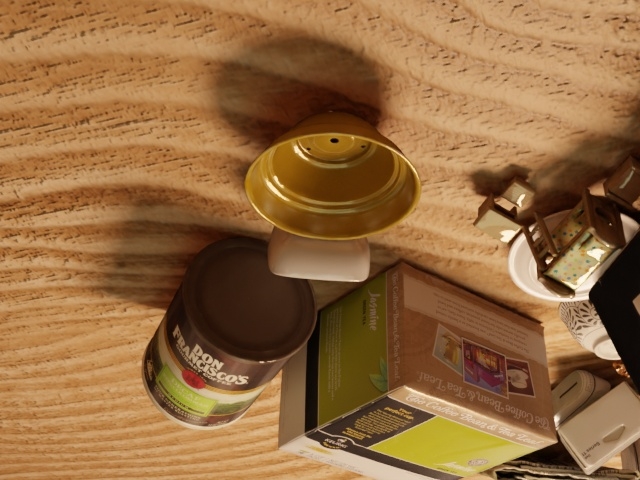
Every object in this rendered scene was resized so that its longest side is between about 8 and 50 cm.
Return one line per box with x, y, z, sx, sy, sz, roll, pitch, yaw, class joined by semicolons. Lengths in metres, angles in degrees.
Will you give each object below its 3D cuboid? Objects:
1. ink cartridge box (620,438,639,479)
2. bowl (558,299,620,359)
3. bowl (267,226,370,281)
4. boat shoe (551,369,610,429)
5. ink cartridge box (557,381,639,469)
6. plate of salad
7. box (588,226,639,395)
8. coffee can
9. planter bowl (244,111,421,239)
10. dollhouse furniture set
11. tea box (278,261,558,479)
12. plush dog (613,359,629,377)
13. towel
0.743;0.422;1.878;0.223;0.129;0.307;-1;146;4;ink cartridge box
0.473;0.140;1.518;0.170;0.080;0.170;1;145;1;bowl
0.000;0.000;1.302;0.142;0.142;0.053;5;114;-3;bowl
0.458;0.323;1.785;0.076;0.083;0.226;17;143;-19;boat shoe
0.515;0.342;1.710;0.153;0.087;0.208;-37;158;2;ink cartridge box
0.370;0.017;1.371;0.200;0.048;0.199;0;135;0;plate of salad
0.591;0.041;1.152;0.396;0.211;0.293;-9;149;-18;box
-0.147;0.150;1.455;0.202;0.201;0.275;14;145;-17;coffee can
0.017;-0.096;1.181;0.217;0.090;0.217;2;146;1;planter bowl
0.316;-0.039;1.226;0.161;0.101;0.182;28;126;-11;dollhouse furniture set
0.154;0.241;1.559;0.329;0.219;0.324;25;141;-30;tea box
0.634;0.230;1.596;0.262;0.210;0.225;42;151;-7;plush dog
0.462;0.469;1.943;0.312;0.056;0.324;9;172;-5;towel
